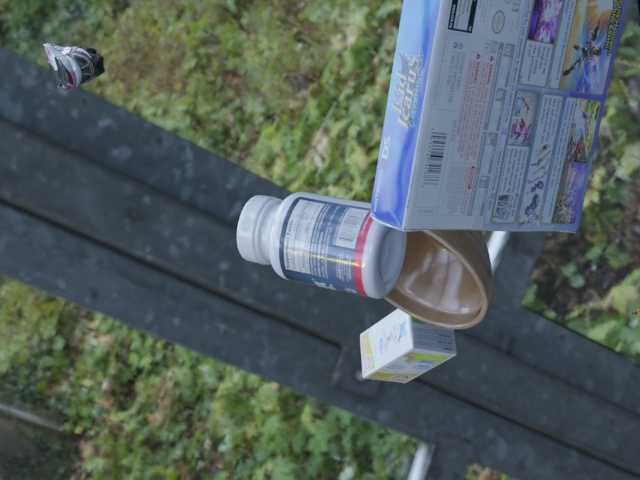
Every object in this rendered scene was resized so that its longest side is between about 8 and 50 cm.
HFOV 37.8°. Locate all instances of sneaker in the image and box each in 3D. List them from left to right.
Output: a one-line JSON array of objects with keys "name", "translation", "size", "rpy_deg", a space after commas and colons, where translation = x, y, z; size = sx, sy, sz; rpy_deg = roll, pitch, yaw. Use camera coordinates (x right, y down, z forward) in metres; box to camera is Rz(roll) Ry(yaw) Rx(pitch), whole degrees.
[{"name": "sneaker", "translation": [-0.390, -0.281, 1.501], "size": [0.178, 0.077, 0.072], "rpy_deg": [40, 143, 54]}]

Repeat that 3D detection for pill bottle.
[{"name": "pill bottle", "translation": [0.000, 0.000, 1.090], "size": [0.180, 0.108, 0.108], "rpy_deg": [11, 73, 25]}]

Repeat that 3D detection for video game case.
[{"name": "video game case", "translation": [0.177, -0.144, 0.911], "size": [0.061, 0.244, 0.270], "rpy_deg": [25, 110, 53]}]

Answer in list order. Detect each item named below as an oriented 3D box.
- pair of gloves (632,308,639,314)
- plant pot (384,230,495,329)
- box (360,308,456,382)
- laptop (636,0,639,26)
[{"name": "pair of gloves", "translation": [0.576, 0.109, 1.586], "size": [0.083, 0.074, 0.010], "rpy_deg": [99, 154, -76]}, {"name": "plant pot", "translation": [0.166, 0.015, 1.396], "size": [0.110, 0.237, 0.237], "rpy_deg": [-52, 17, -29]}, {"name": "box", "translation": [0.181, 0.220, 1.977], "size": [0.203, 0.114, 0.103], "rpy_deg": [-41, 45, 51]}, {"name": "laptop", "translation": [0.723, -0.581, 2.039], "size": [0.264, 0.136, 0.234], "rpy_deg": [-57, -42, -78]}]
